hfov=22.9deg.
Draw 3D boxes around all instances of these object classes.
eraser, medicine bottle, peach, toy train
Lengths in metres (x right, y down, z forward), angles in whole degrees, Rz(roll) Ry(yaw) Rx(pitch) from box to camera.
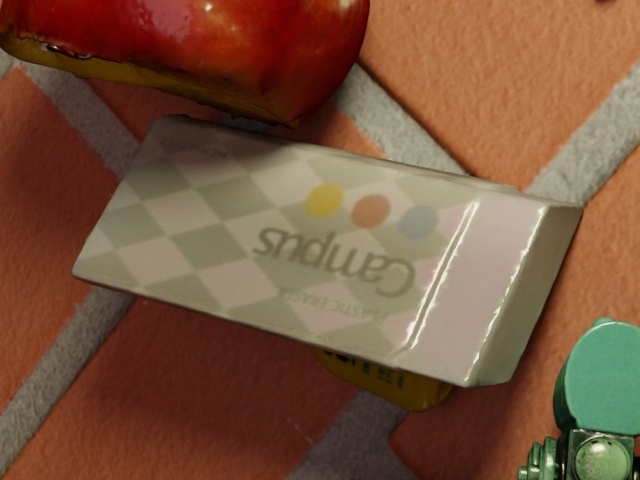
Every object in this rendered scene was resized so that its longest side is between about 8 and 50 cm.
[{"bbox_3d":[0.000,0.000,1.347,0.397,0.082,0.213,13,65,30],"label":"eraser"},{"bbox_3d":[0.007,0.065,1.397,0.260,0.064,0.095,22,91,31],"label":"medicine bottle"},{"bbox_3d":[-0.131,-0.201,1.376,0.338,0.281,0.281,-24,76,23],"label":"peach"},{"bbox_3d":[0.206,0.136,1.184,0.101,0.248,0.159,8,81,6],"label":"toy train"}]
